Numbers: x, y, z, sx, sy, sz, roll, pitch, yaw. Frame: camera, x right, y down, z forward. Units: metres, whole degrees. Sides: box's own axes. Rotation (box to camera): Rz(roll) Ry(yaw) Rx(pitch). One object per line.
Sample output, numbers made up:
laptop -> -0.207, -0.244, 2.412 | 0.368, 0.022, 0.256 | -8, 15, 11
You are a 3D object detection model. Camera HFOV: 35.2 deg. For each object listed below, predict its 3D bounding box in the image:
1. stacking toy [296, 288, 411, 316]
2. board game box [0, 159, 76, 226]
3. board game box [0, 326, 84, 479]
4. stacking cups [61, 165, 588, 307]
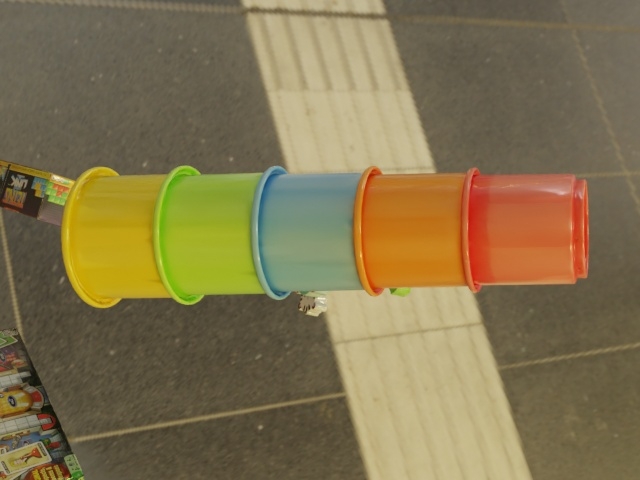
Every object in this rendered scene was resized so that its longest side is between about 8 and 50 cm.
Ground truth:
stacking toy -> -0.029, 0.041, 1.077 | 0.167, 0.221, 0.052 | 13, 79, -29
board game box -> -0.238, -0.031, 1.020 | 0.170, 0.141, 0.048 | 19, 88, -43
board game box -> -0.308, 0.160, 0.892 | 0.136, 0.260, 0.030 | -14, 119, -24
stacking cups -> 0.000, 0.000, 0.618 | 0.316, 0.096, 0.096 | 1, 58, 20
